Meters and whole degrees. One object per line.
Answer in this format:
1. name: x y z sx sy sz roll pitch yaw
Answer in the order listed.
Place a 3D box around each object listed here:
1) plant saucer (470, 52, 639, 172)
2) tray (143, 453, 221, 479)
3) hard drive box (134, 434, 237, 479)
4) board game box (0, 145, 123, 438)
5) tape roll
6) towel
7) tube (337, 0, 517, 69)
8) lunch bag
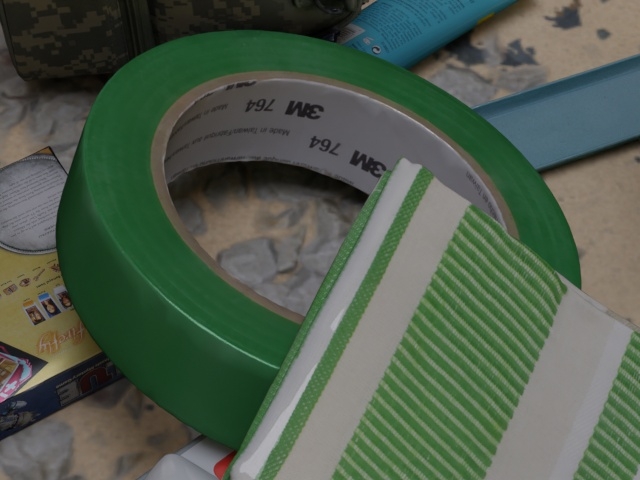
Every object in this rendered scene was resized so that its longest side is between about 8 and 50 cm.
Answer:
1. plant saucer: 0.177 -0.084 1.360 0.192 0.018 0.067 -18 58 -16
2. tray: -0.097 0.239 1.008 0.145 0.030 0.270 29 59 15
3. hard drive box: -0.077 0.233 1.085 0.232 0.089 0.181 -34 64 -24
4. board game box: -0.241 0.056 1.227 0.243 0.042 0.165 -26 60 -19
5. tape roll: 0.000 0.000 1.193 0.321 0.077 0.321 14 41 -12
6. towel: 0.120 0.136 1.063 0.325 0.038 0.248 36 60 -13
7. tube: 0.064 -0.157 1.388 0.207 0.052 0.080 -35 59 -27
8. lunch bag: -0.101 -0.269 1.351 0.256 0.212 0.305 -6 54 0
